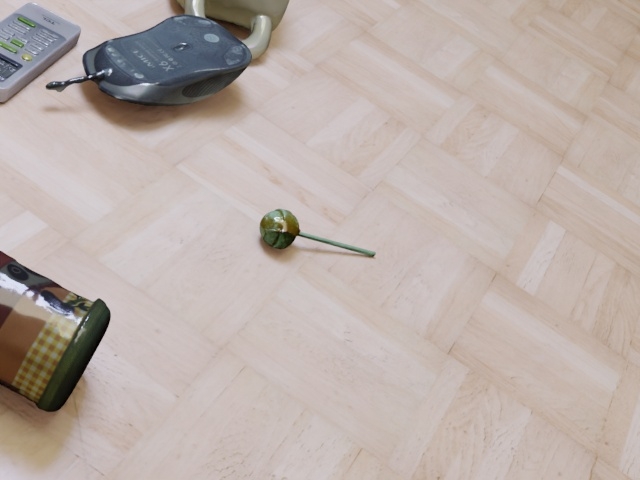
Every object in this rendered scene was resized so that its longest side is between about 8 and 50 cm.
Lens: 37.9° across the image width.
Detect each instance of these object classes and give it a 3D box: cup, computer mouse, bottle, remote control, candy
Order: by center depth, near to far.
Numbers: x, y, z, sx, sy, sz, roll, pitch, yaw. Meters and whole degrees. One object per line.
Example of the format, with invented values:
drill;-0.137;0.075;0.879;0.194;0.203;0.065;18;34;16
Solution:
bottle;-0.371;0.070;0.991;0.271;0.156;0.143;29;44;-7
candy;0.000;0.000;1.400;0.203;0.061;0.061;16;39;-29
remote control;-0.471;-0.296;1.444;0.103;0.034;0.250;28;38;-1
computer mouse;-0.273;-0.269;1.500;0.379;0.090;0.167;-22;54;-38
cup;-0.176;-0.458;1.749;0.202;0.255;0.173;13;-2;-22
